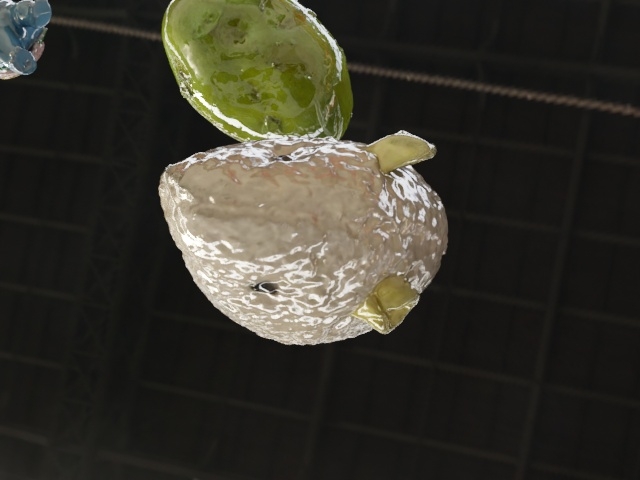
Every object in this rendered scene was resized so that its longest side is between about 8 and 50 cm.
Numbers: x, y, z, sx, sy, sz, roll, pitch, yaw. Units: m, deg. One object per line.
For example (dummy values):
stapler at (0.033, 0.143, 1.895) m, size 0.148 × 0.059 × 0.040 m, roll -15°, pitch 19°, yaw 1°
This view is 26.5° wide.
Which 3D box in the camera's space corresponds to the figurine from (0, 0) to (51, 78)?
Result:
figurine at (-0.306, -0.195, 1.175) m, size 0.178 × 0.144 × 0.114 m, roll 12°, pitch -117°, yaw 44°

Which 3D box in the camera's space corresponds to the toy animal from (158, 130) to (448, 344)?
toy animal at (0.002, 0.000, 1.232) m, size 0.226 × 0.358 × 0.188 m, roll 1°, pitch -93°, yaw 13°

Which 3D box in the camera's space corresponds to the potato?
potato at (-0.071, -0.207, 1.608) m, size 0.186 × 0.148 × 0.253 m, roll -39°, pitch -75°, yaw 24°
